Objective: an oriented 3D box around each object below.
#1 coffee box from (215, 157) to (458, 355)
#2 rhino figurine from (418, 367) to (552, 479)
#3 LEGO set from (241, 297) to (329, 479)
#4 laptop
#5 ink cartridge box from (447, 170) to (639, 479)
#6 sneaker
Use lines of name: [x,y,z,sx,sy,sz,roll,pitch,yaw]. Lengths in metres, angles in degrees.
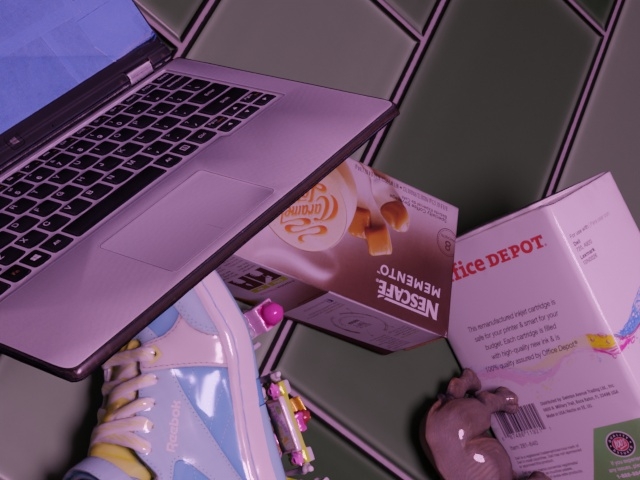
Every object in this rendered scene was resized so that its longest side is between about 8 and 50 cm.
coffee box: [0.000,0.000,1.180,0.246,0.098,0.141,24,62,-28]
rhino figurine: [0.169,0.250,1.239,0.106,0.073,0.243,-24,91,-43]
LEGO set: [0.000,0.189,1.110,0.287,0.107,0.132,53,52,-10]
laptop: [-0.222,-0.142,0.986,0.382,0.408,0.236,-42,135,-38]
ink cartridge box: [0.242,0.097,1.261,0.117,0.201,0.278,-27,91,-40]
sneaker: [-0.150,0.149,1.002,0.208,0.127,0.319,-16,84,-40]
